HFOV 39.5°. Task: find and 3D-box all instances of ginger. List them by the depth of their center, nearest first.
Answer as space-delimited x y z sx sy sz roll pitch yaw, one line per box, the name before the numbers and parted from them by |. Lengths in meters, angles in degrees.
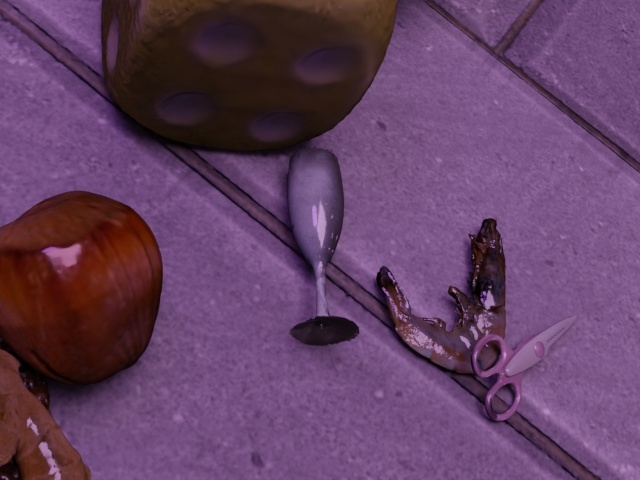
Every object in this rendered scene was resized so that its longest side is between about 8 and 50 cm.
ginger | -0.235 0.135 0.630 0.165 0.067 0.096 45 28 6

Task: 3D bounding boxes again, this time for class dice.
dice | -0.076 -0.239 0.866 0.238 0.233 0.227 2 60 -24

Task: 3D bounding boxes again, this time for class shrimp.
shrimp | 0.128 0.039 0.920 0.148 0.035 0.195 19 57 -12

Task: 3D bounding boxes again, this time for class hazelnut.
hazelnut | -0.195 0.038 0.705 0.150 0.150 0.150 12 56 -19

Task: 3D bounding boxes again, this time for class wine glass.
wine glass | 0.000 0.000 0.862 0.066 0.066 0.198 10 56 -20

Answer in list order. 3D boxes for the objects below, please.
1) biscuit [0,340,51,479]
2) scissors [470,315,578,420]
biscuit | -0.259 0.178 0.652 0.131 0.025 0.231 -1 61 -27
scissors | 0.214 0.115 0.913 0.176 0.022 0.085 -25 98 -40
